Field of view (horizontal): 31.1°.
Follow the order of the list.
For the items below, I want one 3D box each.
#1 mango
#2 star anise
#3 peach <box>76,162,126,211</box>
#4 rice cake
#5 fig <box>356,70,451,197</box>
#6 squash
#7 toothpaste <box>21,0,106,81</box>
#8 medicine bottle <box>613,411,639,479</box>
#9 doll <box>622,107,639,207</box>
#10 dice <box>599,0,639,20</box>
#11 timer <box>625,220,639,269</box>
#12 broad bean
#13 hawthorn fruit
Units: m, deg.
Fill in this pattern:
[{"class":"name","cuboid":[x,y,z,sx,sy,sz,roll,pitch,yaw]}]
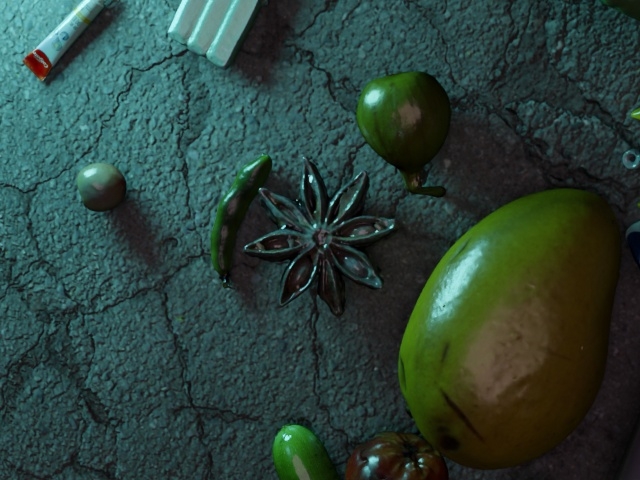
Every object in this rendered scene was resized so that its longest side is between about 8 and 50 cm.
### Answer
[{"class":"mango","cuboid":[0.295,0.125,1.701,0.301,0.220,0.445,33,97,7]},{"class":"star anise","cuboid":[0.000,0.001,1.792,0.223,0.109,0.236,14,81,0]},{"class":"peach","cuboid":[-0.352,-0.087,1.851,0.083,0.083,0.083,1,96,9]},{"class":"rice cake","cuboid":[-0.143,-0.396,1.799,0.127,0.043,0.237,28,100,6]},{"class":"fig","cuboid":[0.123,-0.163,1.736,0.142,0.148,0.186,9,96,13]},{"class":"squash","cuboid":[0.022,0.469,1.843,0.101,0.101,0.378,-23,93,11]},{"class":"toothpaste","cuboid":[-0.406,-0.340,1.857,0.190,0.031,0.048,-44,92,14]},{"class":"medicine bottle","cuboid":[0.576,0.268,1.670,0.219,0.219,0.388,19,98,7]},{"class":"doll","cuboid":[0.584,-0.123,1.649,0.316,0.103,0.145,-3,117,36]},{"class":"dice","cuboid":[0.477,-0.461,1.513,0.330,0.322,0.318,21,116,-8]},{"class":"timer","cuboid":[0.581,-0.006,1.661,0.253,0.178,0.078,-21,110,11]},{"class":"broad bean","cuboid":[-0.133,-0.035,1.842,0.069,0.039,0.226,18,100,13]},{"class":"hawthorn fruit","cuboid":[0.112,0.385,1.791,0.173,0.179,0.173,3,58,-5]}]
